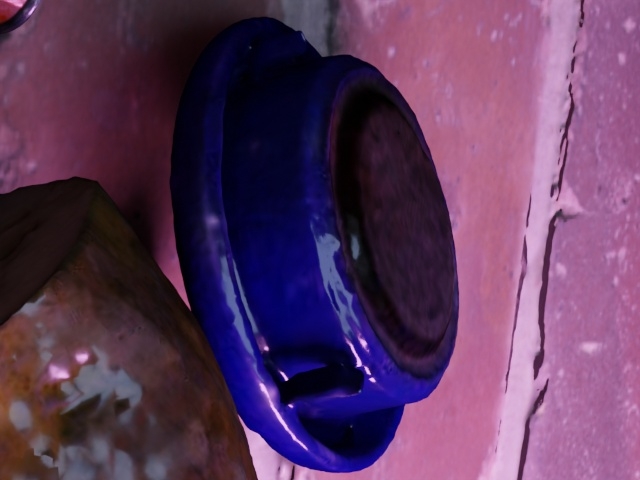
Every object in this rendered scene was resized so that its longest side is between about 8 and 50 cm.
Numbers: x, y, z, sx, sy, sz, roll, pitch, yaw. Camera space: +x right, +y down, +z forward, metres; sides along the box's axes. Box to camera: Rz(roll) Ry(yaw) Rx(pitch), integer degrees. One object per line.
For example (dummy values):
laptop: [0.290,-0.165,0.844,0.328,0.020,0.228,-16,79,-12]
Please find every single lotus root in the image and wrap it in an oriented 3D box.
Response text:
lotus root: [-0.126,0.146,0.948,0.267,0.149,0.260,-51,121,-43]

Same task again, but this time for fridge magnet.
fridge magnet: [0.000,0.000,1.131,0.265,0.113,0.265,-12,90,-67]

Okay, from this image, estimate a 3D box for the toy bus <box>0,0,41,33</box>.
toy bus: [-0.155,-0.195,1.001,0.077,0.079,0.174,29,80,-38]
